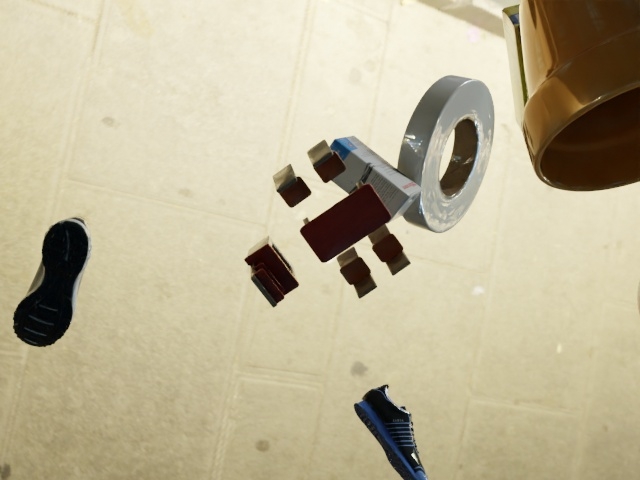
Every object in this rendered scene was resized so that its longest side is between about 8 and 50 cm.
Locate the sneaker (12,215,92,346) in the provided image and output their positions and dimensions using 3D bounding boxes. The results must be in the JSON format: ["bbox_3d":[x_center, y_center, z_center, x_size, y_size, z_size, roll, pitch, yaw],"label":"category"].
[{"bbox_3d":[-0.484,0.078,1.434,0.100,0.108,0.271,23,104,-11],"label":"sneaker"}]

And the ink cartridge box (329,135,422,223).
[{"bbox_3d":[0.108,-0.135,1.692,0.203,0.148,0.086,40,109,9],"label":"ink cartridge box"}]

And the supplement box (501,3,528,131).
[{"bbox_3d":[0.647,-0.483,2.189,0.195,0.194,0.356,-12,120,8],"label":"supplement box"}]

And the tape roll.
[{"bbox_3d":[0.311,-0.208,1.896,0.392,0.072,0.391,-34,134,-44],"label":"tape roll"}]

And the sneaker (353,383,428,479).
[{"bbox_3d":[0.171,0.416,1.650,0.090,0.081,0.232,-34,88,-23],"label":"sneaker"}]

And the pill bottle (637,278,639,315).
[{"bbox_3d":[0.352,0.154,0.497,0.210,0.210,0.362,28,43,-28],"label":"pill bottle"}]

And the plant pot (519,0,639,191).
[{"bbox_3d":[0.288,-0.180,0.772,0.205,0.205,0.187,5,61,-31],"label":"plant pot"}]

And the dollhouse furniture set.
[{"bbox_3d":[0.000,0.000,1.370,0.259,0.135,0.262,-35,110,6],"label":"dollhouse furniture set"}]
